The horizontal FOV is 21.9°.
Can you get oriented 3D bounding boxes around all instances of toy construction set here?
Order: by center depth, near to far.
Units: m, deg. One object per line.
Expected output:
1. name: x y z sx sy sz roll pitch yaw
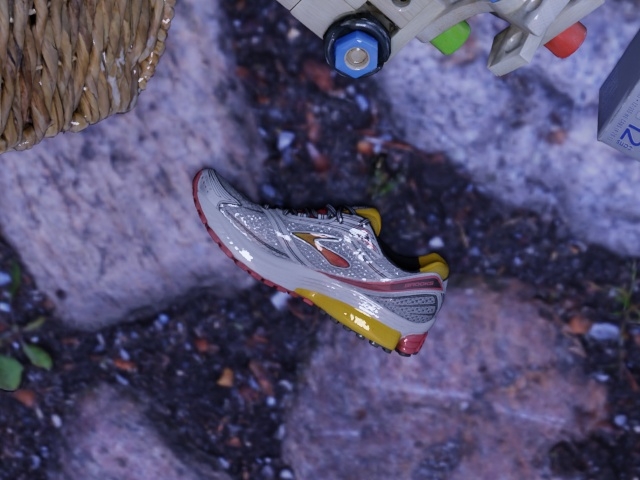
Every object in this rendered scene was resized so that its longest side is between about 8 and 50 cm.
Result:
1. toy construction set: 0.039 -0.231 1.129 0.327 0.151 0.215 45 116 -7

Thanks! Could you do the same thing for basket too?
1. basket: -0.235 -0.242 1.155 0.223 0.213 0.299 31 131 34

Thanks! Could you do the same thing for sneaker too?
1. sneaker: 0.000 0.000 1.317 0.225 0.088 0.093 29 101 -9

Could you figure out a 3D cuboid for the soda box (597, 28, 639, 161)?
1. soda box: 0.306 -0.175 1.144 0.098 0.091 0.286 26 121 -6
